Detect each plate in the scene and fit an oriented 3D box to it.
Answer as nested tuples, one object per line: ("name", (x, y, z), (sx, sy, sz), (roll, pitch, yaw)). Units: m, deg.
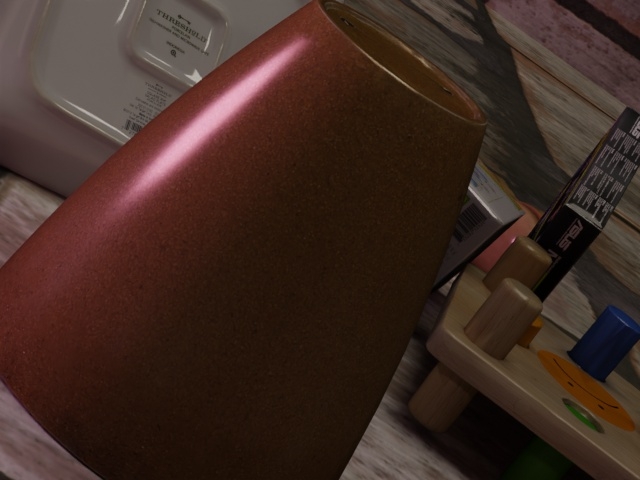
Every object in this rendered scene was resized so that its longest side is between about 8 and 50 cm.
("plate", (-0.111, -0.142, 1.269), (0.277, 0.278, 0.045), (29, -26, -27))

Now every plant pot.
("plant pot", (-0.028, -0.003, 0.997), (0.237, 0.254, 0.237), (34, 15, -10))

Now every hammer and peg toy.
("hammer and peg toy", (0.240, 0.155, 1.354), (0.361, 0.127, 0.266), (37, 14, 1))

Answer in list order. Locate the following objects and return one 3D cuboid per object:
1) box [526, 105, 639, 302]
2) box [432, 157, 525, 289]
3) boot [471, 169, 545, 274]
("box", (0.212, -0.007, 1.544), (0.045, 0.184, 0.191), (38, 39, 2))
("box", (0.096, -0.022, 1.520), (0.103, 0.114, 0.203), (49, 12, 5))
("boot", (0.082, -0.063, 1.734), (0.269, 0.089, 0.236), (28, 10, -24))
